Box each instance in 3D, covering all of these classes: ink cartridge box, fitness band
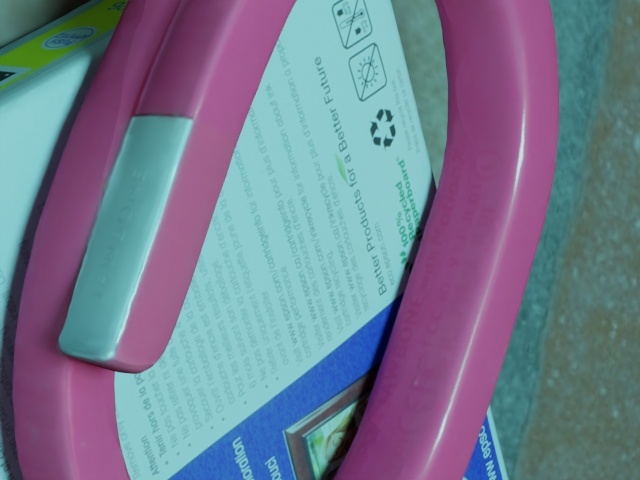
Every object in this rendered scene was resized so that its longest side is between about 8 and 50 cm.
[{"bbox_3d":[-0.058,0.070,0.560,0.307,0.072,0.303,-36,122,-37],"label":"ink cartridge box"},{"bbox_3d":[0.000,0.000,0.530,0.209,0.054,0.290,36,69,-48],"label":"fitness band"}]
